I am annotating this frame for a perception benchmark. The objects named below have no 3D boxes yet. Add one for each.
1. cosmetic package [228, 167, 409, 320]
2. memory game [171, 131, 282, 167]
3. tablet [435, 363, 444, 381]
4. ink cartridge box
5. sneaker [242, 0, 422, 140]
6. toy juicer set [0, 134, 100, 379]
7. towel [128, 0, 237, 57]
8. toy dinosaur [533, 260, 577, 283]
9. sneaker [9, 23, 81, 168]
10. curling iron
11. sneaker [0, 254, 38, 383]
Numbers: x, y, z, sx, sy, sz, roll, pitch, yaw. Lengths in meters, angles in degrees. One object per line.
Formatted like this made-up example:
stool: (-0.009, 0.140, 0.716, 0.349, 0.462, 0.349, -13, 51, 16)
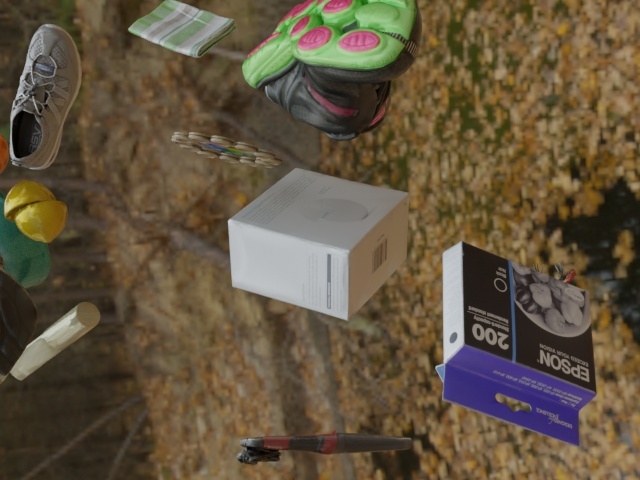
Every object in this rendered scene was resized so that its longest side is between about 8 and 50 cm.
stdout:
cosmetic package: (0.000, 0.000, 1.813, 0.225, 0.224, 0.138, 16, 124, 25)
memory game: (-0.152, -0.145, 1.760, 0.186, 0.186, 0.012, 174, 109, -72)
tablet: (0.259, 0.243, 2.001, 0.054, 0.083, 0.006, 62, -153, -10)
ink cartridge box: (0.242, 0.124, 1.318, 0.045, 0.206, 0.208, -43, 34, 48)
sneaker: (0.045, -0.254, 1.548, 0.202, 0.185, 0.483, 43, 171, -15)
toy juicer set: (-0.324, 0.000, 1.157, 0.209, 0.089, 0.329, -9, 120, 34)
towel: (-0.230, -0.358, 1.814, 0.152, 0.113, 0.023, 24, 139, 26)
toy dinosaur: (0.314, 0.061, 1.447, 0.082, 0.047, 0.090, 15, 129, 65)
sneaker: (-0.520, -0.263, 2.037, 0.115, 0.105, 0.281, -62, -17, -78)
curling iron: (0.007, 0.289, 1.542, 0.068, 0.274, 0.035, 138, 128, -59)
sneaker: (-0.431, 0.152, 1.047, 0.158, 0.410, 0.182, 49, -175, -18)
